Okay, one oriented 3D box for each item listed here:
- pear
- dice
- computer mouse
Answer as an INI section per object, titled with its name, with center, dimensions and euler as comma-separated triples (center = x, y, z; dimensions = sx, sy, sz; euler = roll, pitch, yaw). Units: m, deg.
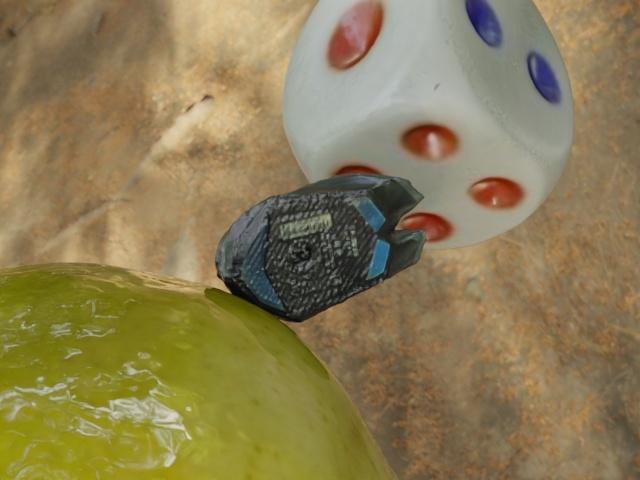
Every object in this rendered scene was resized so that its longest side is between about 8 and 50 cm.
[pear]
center = -0.128, 0.185, 0.450
dimensions = 0.362, 0.418, 0.362
euler = -38, 40, 41
[dice]
center = 0.145, -0.190, 1.188
dimensions = 0.277, 0.304, 0.304
euler = -26, 45, 35
[computer mouse]
center = 0.000, 0.000, 0.547
dimensions = 0.135, 0.079, 0.047
euler = -16, 18, -13
